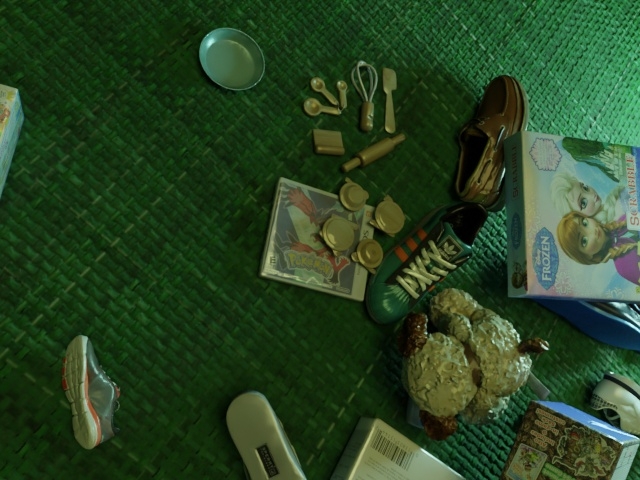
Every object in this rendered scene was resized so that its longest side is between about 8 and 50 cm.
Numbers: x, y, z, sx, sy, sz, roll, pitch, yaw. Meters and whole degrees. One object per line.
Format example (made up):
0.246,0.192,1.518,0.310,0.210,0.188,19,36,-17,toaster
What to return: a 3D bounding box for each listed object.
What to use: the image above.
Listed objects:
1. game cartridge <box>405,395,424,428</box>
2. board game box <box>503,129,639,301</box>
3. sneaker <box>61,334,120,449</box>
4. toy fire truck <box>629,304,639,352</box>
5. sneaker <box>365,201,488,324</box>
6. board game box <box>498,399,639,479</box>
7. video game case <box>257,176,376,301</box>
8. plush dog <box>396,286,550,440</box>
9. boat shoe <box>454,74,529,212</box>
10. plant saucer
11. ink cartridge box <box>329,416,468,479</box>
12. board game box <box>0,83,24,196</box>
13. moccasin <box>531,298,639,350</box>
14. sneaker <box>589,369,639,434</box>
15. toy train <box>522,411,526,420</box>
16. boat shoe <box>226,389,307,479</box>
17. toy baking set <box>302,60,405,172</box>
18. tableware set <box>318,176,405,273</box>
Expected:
0.197,0.319,1.022,0.083,0.017,0.056,13,78,-21,game cartridge
0.518,-0.039,1.088,0.318,0.066,0.318,4,79,-15,board game box
-0.325,0.213,0.799,0.065,0.061,0.158,-2,80,-52,sneaker
0.831,0.154,1.272,0.302,0.169,0.254,12,93,-21,toy fire truck
0.199,0.029,1.024,0.108,0.121,0.302,45,66,-9,sneaker
0.393,0.432,0.919,0.232,0.141,0.291,25,87,-52,board game box
0.000,0.000,0.996,0.201,0.023,0.183,16,73,-20,video game case
0.243,0.220,0.955,0.225,0.210,0.262,-15,86,-25,plush dog
0.350,-0.217,1.149,0.104,0.111,0.307,17,73,-21,boat shoe
-0.160,-0.321,0.993,0.119,0.021,0.119,6,76,-23,plant saucer
0.136,0.486,0.924,0.296,0.066,0.261,38,63,-13,ink cartridge box
-0.453,-0.126,0.776,0.026,0.103,0.154,14,73,-21,board game box
0.583,0.118,1.171,0.342,0.138,0.117,32,64,-16,moccasin
0.678,0.379,1.195,0.235,0.090,0.095,38,79,-9,sneaker
0.441,0.372,1.119,0.083,0.017,0.023,34,58,-14,toy train
-0.074,0.359,0.853,0.096,0.088,0.267,-25,84,-3,boat shoe
0.080,-0.249,1.080,0.256,0.030,0.196,-26,90,-26,toy baking set
0.078,-0.028,1.014,0.141,0.020,0.168,35,66,-16,tableware set
